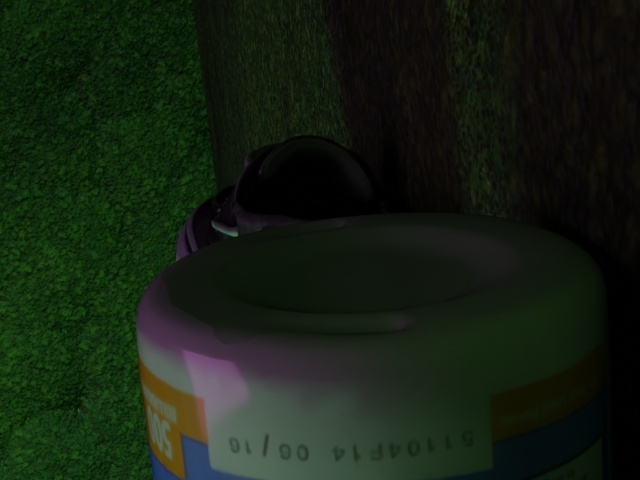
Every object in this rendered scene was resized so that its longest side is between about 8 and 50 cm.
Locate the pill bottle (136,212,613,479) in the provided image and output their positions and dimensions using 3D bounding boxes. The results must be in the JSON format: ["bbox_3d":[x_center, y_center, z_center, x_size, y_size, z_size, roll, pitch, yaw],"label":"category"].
[{"bbox_3d":[0.026,0.138,0.480,0.152,0.152,0.272,-122,27,-73],"label":"pill bottle"}]

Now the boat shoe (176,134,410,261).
[{"bbox_3d":[0.000,0.000,0.782,0.335,0.121,0.119,-146,56,-66],"label":"boat shoe"}]
